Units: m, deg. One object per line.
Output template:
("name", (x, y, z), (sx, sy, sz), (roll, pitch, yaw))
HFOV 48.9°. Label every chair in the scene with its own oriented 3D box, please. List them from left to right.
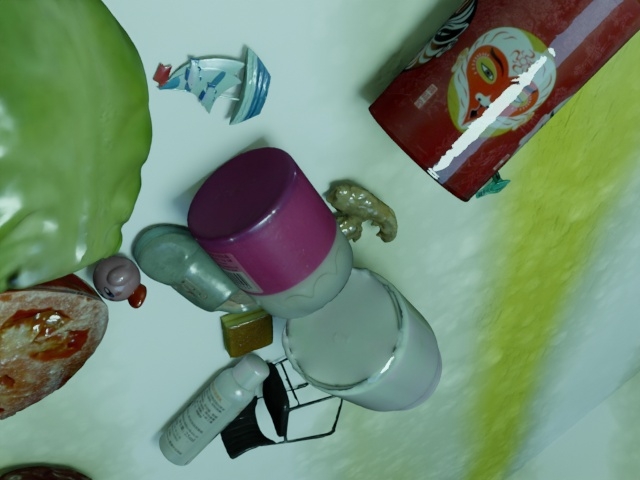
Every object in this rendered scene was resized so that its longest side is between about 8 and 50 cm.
("chair", (-0.089, 0.318, 1.378), (0.221, 0.140, 0.145), (-11, 136, -20))

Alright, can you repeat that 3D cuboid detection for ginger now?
("ginger", (-0.003, -0.012, 1.158), (0.258, 0.065, 0.149), (-21, 129, 2))

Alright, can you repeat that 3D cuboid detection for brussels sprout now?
("brussels sprout", (-0.374, -0.122, 0.601), (0.425, 0.342, 0.361), (-12, 109, -28))

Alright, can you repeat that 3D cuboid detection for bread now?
("bread", (-0.130, 0.162, 1.266), (0.090, 0.035, 0.094), (-17, 138, -18))

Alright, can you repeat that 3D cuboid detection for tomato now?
("tomato", (-0.448, 0.110, 0.898), (0.338, 0.144, 0.338), (-30, 157, -14))

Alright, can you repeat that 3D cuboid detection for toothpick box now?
("toothpick box", (0.250, -0.240, 0.975), (0.333, 0.204, 0.204), (-46, 139, 17))

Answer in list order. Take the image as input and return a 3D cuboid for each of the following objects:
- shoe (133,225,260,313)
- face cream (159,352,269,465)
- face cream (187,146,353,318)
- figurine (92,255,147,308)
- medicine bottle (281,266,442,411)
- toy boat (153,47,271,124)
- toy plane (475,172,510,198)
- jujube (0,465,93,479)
("shoe", (-0.170, 0.065, 1.078), (0.251, 0.100, 0.103), (26, 120, -37))
("face cream", (-0.200, 0.320, 1.346), (0.269, 0.082, 0.082), (-46, 139, 17))
("face cream", (-0.066, -0.007, 1.003), (0.175, 0.175, 0.195), (-35, 130, 2))
("figurine", (-0.297, 0.056, 1.026), (0.071, 0.083, 0.067), (41, 60, -40))
("medicine bottle", (0.097, 0.196, 1.277), (0.213, 0.214, 0.378), (-37, 151, 5))
("toy boat", (-0.129, -0.210, 0.902), (0.149, 0.034, 0.105), (27, 116, -33))
("toy plane", (0.279, -0.150, 1.198), (0.096, 0.060, 0.235), (-31, 138, 10))
("jujube", (-0.487, 0.505, 1.273), (0.183, 0.183, 0.243), (-42, 133, 11))
